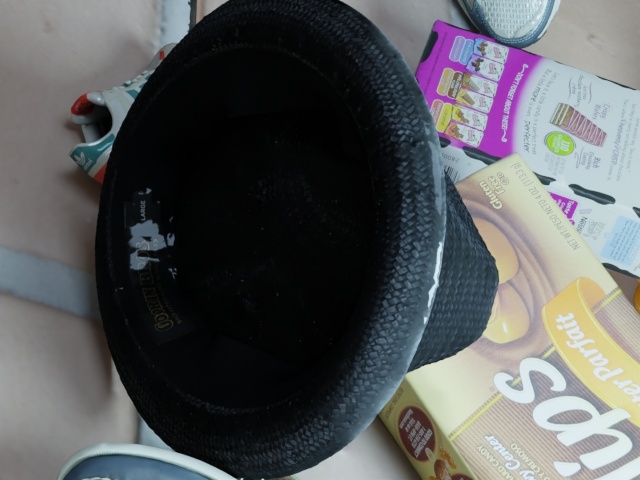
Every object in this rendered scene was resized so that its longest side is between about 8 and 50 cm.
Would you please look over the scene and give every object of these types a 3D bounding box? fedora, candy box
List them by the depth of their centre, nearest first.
[{"bbox_3d":[0.000,0.000,1.165,0.152,0.334,0.334,11,48,-41],"label":"fedora"},{"bbox_3d":[0.149,0.111,1.294,0.183,0.087,0.316,-27,72,-23],"label":"candy box"},{"bbox_3d":[0.179,-0.075,1.487,0.233,0.071,0.159,19,43,2],"label":"candy box"}]

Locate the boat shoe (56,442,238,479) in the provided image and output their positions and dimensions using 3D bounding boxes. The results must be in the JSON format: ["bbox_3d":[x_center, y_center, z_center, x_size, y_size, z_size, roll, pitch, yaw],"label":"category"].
[{"bbox_3d":[-0.053,0.216,1.098,0.254,0.095,0.079,39,30,-14],"label":"boat shoe"}]

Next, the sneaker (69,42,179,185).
[{"bbox_3d":[-0.138,-0.100,1.334,0.075,0.057,0.161,30,45,-18],"label":"sneaker"}]

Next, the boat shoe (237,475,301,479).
[{"bbox_3d":[-0.009,0.191,1.177,0.190,0.068,0.072,27,1,4],"label":"boat shoe"}]

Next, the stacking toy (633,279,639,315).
[{"bbox_3d":[0.350,-0.013,1.554,0.175,0.166,0.302,50,53,-5],"label":"stacking toy"}]

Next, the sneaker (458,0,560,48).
[{"bbox_3d":[0.150,-0.306,1.591,0.122,0.110,0.283,-38,123,-75],"label":"sneaker"}]
